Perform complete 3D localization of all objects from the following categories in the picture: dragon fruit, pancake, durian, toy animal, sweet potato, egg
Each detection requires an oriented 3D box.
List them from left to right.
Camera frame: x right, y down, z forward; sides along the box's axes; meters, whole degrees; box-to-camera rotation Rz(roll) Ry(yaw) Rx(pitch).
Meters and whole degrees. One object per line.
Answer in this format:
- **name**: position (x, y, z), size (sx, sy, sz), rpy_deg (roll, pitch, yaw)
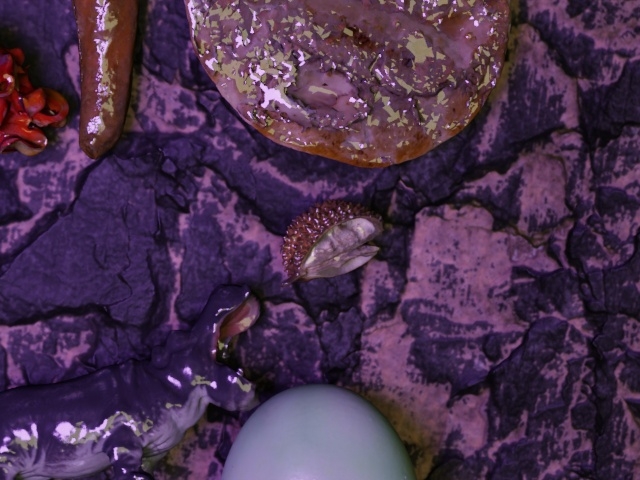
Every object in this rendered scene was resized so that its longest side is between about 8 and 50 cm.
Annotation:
- **dragon fruit**: position (-0.340, -0.144, 0.971), size (0.208, 0.133, 0.150), rpy_deg (12, 135, -41)
- **sweet potato**: position (-0.222, -0.220, 1.014), size (0.075, 0.075, 0.273), rpy_deg (0, 100, -13)
- **toy animal**: position (-0.195, 0.183, 1.047), size (0.343, 0.106, 0.168), rpy_deg (-25, 67, -11)
- **egg**: position (-0.001, 0.288, 1.060), size (0.221, 0.220, 0.269), rpy_deg (3, 89, -13)
- **durian**: position (-0.001, 0.001, 1.093), size (0.140, 0.071, 0.110), rpy_deg (-32, 143, -21)
- **pancake**: position (0.033, -0.274, 1.062), size (0.383, 0.071, 0.382), rpy_deg (-2, 99, -11)
